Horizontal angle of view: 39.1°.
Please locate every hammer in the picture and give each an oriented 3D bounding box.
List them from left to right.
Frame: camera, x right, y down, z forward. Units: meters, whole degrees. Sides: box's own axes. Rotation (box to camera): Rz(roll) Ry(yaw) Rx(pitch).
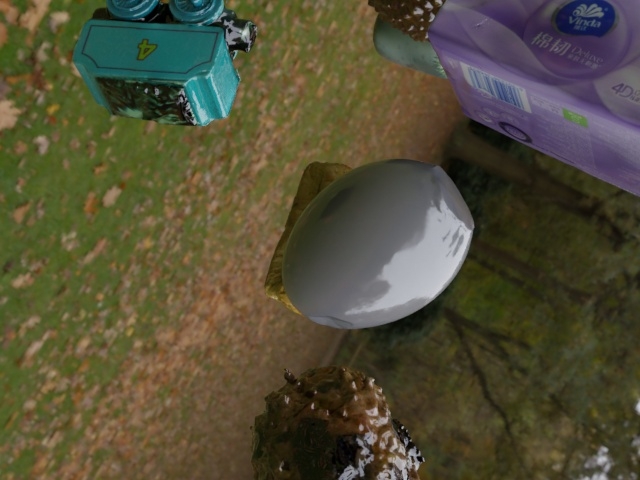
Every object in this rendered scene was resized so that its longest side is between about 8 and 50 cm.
[{"bbox_3d":[0.246,-0.465,1.673,0.335,0.206,0.119,-59,143,-5],"label":"hammer"}]

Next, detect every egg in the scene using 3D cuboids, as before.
[{"bbox_3d":[0.058,0.008,1.025,0.232,0.176,0.176,-33,-179,15],"label":"egg"}]

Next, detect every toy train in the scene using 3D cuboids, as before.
[{"bbox_3d":[-0.175,-0.212,1.015,0.107,0.198,0.154,74,26,-63],"label":"toy train"}]

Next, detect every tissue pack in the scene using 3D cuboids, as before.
[{"bbox_3d":[0.324,-0.185,1.055,0.160,0.338,0.242,-58,152,-4],"label":"tissue pack"}]

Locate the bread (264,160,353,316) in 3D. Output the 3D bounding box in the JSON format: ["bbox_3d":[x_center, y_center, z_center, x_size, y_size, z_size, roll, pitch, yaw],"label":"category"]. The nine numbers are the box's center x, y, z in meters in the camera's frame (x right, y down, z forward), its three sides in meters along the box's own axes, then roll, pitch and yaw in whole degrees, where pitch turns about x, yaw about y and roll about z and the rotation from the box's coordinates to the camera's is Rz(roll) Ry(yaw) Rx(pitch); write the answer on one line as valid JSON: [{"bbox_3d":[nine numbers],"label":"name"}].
[{"bbox_3d":[0.000,0.000,1.215,0.114,0.083,0.211,38,70,-58],"label":"bread"}]

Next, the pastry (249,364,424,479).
[{"bbox_3d":[0.024,0.389,1.519,0.405,0.292,0.337,-116,-169,-70],"label":"pastry"}]

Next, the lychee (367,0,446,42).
[{"bbox_3d":[0.192,-0.434,1.434,0.267,0.267,0.267,-60,174,-11],"label":"lychee"}]
